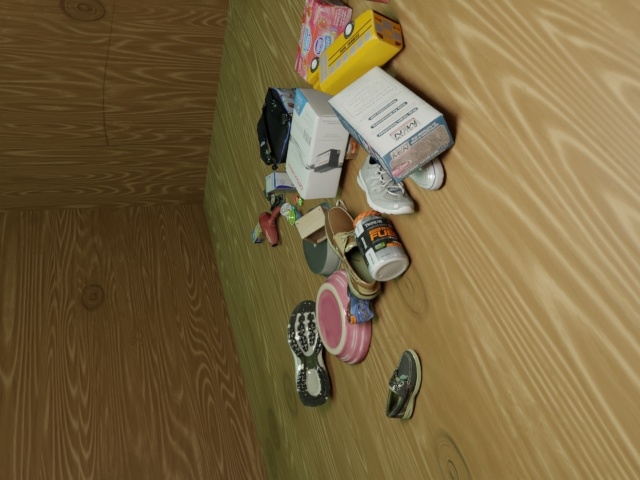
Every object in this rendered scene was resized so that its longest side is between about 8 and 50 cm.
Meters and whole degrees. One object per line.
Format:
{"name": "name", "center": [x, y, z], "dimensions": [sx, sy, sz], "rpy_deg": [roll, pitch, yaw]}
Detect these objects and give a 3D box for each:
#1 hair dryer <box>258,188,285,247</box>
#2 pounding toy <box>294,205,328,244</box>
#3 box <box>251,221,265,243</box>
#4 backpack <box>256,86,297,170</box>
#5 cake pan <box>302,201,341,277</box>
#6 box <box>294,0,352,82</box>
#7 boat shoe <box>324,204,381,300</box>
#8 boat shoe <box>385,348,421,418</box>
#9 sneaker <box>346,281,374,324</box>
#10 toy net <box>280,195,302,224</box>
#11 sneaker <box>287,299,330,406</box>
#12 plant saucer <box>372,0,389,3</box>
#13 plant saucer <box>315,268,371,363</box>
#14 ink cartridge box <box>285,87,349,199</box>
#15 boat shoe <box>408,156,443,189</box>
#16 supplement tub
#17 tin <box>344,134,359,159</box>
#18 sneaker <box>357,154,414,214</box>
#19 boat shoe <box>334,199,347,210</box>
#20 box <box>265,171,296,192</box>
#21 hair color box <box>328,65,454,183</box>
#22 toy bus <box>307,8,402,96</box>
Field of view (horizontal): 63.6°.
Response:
{"name": "hair dryer", "center": [-0.237, -0.113, 2.470], "dimensions": [0.223, 0.080, 0.294], "rpy_deg": [-171, 77, -66]}
{"name": "pounding toy", "center": [-0.014, -0.056, 1.801], "dimensions": [0.130, 0.141, 0.100], "rpy_deg": [-32, 67, 19]}
{"name": "box", "center": [-0.315, -0.040, 2.700], "dimensions": [0.169, 0.054, 0.059], "rpy_deg": [131, 130, -60]}
{"name": "backpack", "center": [-0.122, -0.455, 1.980], "dimensions": [0.263, 0.213, 0.277], "rpy_deg": [63, 143, 27]}
{"name": "cake pan", "center": [0.000, 0.000, 1.963], "dimensions": [0.293, 0.054, 0.293], "rpy_deg": [176, 90, -67]}
{"name": "box", "center": [0.005, -0.677, 1.746], "dimensions": [0.128, 0.122, 0.257], "rpy_deg": [-120, 34, -45]}
{"name": "boat shoe", "center": [0.108, 0.023, 1.606], "dimensions": [0.120, 0.122, 0.324], "rpy_deg": [91, 156, -65]}
{"name": "boat shoe", "center": [0.230, 0.414, 1.462], "dimensions": [0.080, 0.073, 0.224], "rpy_deg": [-136, 47, -58]}
{"name": "sneaker", "center": [0.131, 0.169, 1.657], "dimensions": [0.083, 0.087, 0.221], "rpy_deg": [104, 170, -60]}
{"name": "toy net", "center": [-0.136, -0.137, 2.270], "dimensions": [0.232, 0.045, 0.122], "rpy_deg": [-163, 71, -66]}
{"name": "sneaker", "center": [-0.053, 0.449, 2.078], "dimensions": [0.182, 0.157, 0.411], "rpy_deg": [113, 154, -79]}
{"name": "plant saucer", "center": [0.141, -0.839, 1.496], "dimensions": [0.259, 0.047, 0.259], "rpy_deg": [-129, 41, -55]}
{"name": "plant saucer", "center": [0.067, 0.270, 1.813], "dimensions": [0.332, 0.084, 0.332], "rpy_deg": [176, 90, -66]}
{"name": "ink cartridge box", "center": [-0.013, -0.327, 1.748], "dimensions": [0.223, 0.128, 0.308], "rpy_deg": [-119, 32, -46]}
{"name": "boat shoe", "center": [0.225, -0.208, 1.352], "dimensions": [0.258, 0.084, 0.095], "rpy_deg": [-125, 38, -51]}
{"name": "supplement tub", "center": [0.168, 0.012, 1.486], "dimensions": [0.117, 0.116, 0.190], "rpy_deg": [112, 145, -46]}
{"name": "tin", "center": [0.076, -0.341, 1.750], "dimensions": [0.190, 0.040, 0.106], "rpy_deg": [-130, 46, -54]}
{"name": "sneaker", "center": [0.177, -0.164, 1.448], "dimensions": [0.281, 0.105, 0.115], "rpy_deg": [-124, 37, -51]}
{"name": "boat shoe", "center": [0.078, -0.083, 1.775], "dimensions": [0.137, 0.049, 0.043], "rpy_deg": [-109, 29, -42]}
{"name": "box", "center": [-0.155, -0.246, 2.194], "dimensions": [0.137, 0.126, 0.072], "rpy_deg": [173, 94, -67]}
{"name": "hair color box", "center": [0.170, -0.308, 1.330], "dimensions": [0.105, 0.173, 0.347], "rpy_deg": [51, -175, -41]}
{"name": "toy bus", "center": [0.089, -0.526, 1.504], "dimensions": [0.332, 0.108, 0.130], "rpy_deg": [-28, 60, 51]}
